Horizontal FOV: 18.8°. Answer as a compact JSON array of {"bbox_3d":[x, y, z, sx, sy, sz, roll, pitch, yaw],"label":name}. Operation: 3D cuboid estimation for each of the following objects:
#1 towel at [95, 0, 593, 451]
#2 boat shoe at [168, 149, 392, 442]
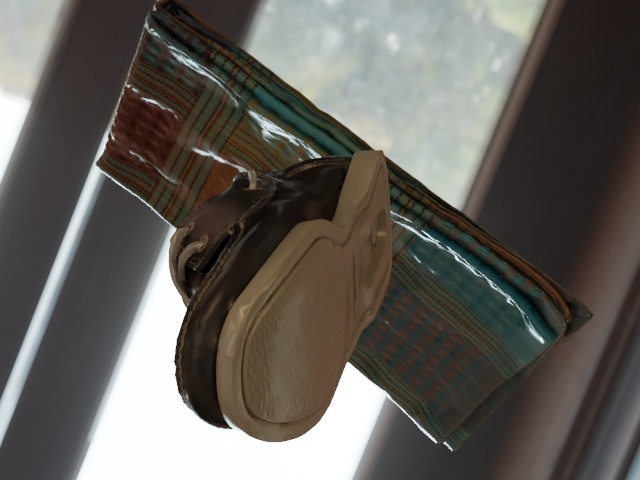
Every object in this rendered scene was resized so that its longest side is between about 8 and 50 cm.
[{"bbox_3d":[0.000,0.000,1.423,0.370,0.040,0.271,37,152,3],"label":"towel"},{"bbox_3d":[-0.025,0.020,0.771,0.079,0.084,0.233,3,-163,10],"label":"boat shoe"}]
